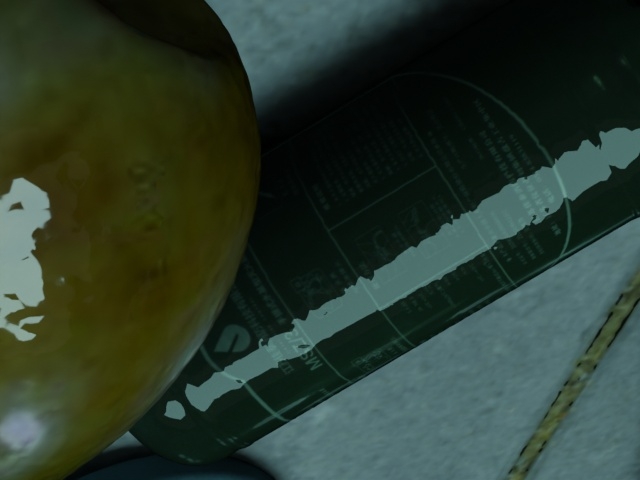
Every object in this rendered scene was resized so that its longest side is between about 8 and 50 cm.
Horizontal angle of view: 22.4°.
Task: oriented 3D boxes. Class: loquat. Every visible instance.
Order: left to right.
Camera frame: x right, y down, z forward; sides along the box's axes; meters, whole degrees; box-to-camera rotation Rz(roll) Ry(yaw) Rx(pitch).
[{"bbox_3d":[-0.121,-0.007,0.484,0.179,0.179,0.227,18,131,-38],"label":"loquat"}]

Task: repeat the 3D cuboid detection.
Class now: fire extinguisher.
[{"bbox_3d":[0.000,0.000,0.611,0.311,0.095,0.114,-33,102,8],"label":"fire extinguisher"}]

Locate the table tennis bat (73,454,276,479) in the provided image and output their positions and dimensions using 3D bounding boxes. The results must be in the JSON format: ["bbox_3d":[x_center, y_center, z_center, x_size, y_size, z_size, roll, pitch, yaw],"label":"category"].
[{"bbox_3d":[-0.137,0.232,0.793,0.329,0.044,0.215,-49,137,10],"label":"table tennis bat"}]
